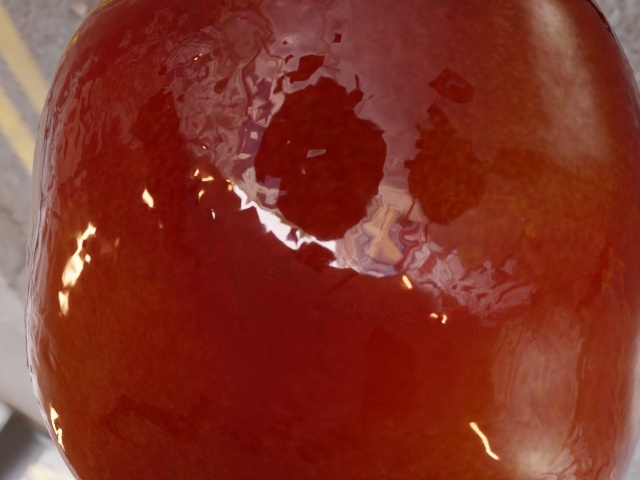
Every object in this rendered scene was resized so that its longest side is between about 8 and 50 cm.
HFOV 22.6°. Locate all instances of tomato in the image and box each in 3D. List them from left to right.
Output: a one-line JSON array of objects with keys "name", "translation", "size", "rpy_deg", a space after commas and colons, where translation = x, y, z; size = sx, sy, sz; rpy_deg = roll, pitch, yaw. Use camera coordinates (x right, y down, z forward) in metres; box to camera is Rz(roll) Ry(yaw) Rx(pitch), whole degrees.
[{"name": "tomato", "translation": [0.000, 0.000, 0.623], "size": [0.226, 0.299, 0.298], "rpy_deg": [3, 161, -7]}]
